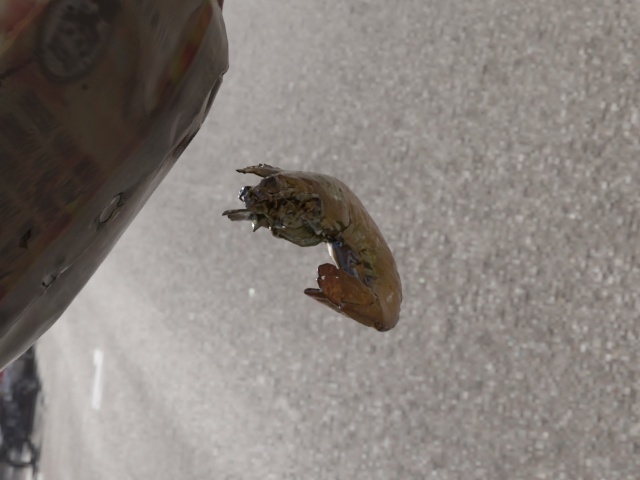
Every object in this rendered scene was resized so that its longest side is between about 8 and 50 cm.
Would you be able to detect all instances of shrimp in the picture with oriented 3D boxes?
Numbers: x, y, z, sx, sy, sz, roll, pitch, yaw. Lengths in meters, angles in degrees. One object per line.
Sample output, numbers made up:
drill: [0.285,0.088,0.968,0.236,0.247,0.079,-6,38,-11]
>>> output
shrimp: [0.000,0.000,0.916,0.068,0.249,0.150,-36,61,19]

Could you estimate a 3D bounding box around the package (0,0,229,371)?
package: [-0.118,-0.033,0.359,0.288,0.108,0.223,-58,-15,-12]
